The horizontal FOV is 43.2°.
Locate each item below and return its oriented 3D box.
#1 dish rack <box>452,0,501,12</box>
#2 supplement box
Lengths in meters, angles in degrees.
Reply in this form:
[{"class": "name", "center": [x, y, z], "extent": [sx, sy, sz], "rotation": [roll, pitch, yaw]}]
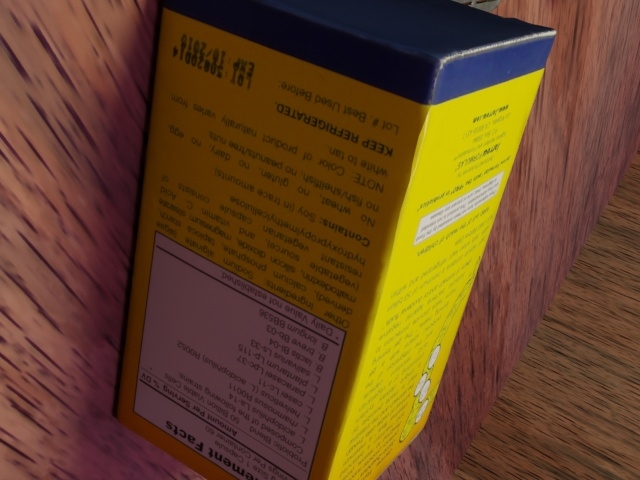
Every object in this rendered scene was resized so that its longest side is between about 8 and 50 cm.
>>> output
[{"class": "dish rack", "center": [0.198, -0.343, 0.800], "extent": [0.208, 0.074, 0.272], "rotation": [-28, 137, -51]}, {"class": "supplement box", "center": [0.000, 0.000, 0.592], "extent": [0.195, 0.194, 0.357], "rotation": [-27, 137, -53]}]
